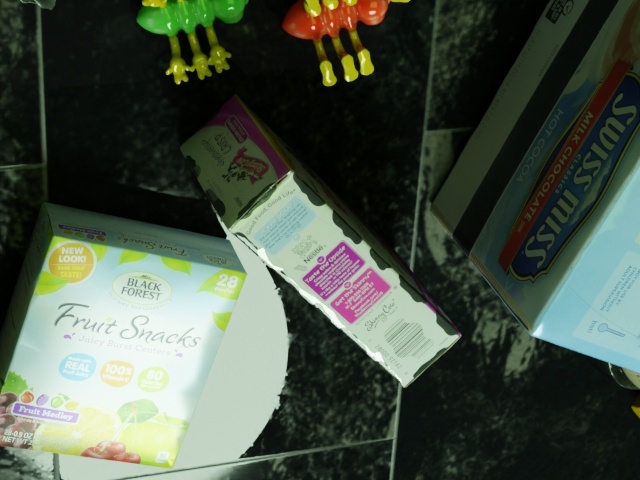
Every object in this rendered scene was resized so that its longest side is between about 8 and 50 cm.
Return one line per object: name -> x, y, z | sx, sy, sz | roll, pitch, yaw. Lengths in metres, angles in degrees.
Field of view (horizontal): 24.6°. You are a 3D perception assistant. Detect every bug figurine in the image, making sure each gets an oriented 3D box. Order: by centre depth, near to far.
bug figurine -> -0.048, -0.245, 1.114 | 0.216, 0.072, 0.279 | -15, 127, -4

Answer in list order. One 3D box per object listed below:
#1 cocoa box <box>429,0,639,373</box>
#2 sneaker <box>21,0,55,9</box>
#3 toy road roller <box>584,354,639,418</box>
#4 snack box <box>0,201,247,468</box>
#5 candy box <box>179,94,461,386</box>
cocoa box -> 0.300, -0.082, 1.240 | 0.231, 0.228, 0.347 | 20, 110, -28
sneaker -> -0.205, -0.260, 1.061 | 0.089, 0.051, 0.170 | 15, 94, -52
toy road roller -> 0.442, 0.132, 1.438 | 0.240, 0.202, 0.329 | -42, 123, -6
snack box -> -0.181, 0.085, 1.256 | 0.174, 0.070, 0.207 | 11, 112, -25
candy box -> 0.000, 0.000, 1.219 | 0.071, 0.159, 0.233 | -44, 124, 6
